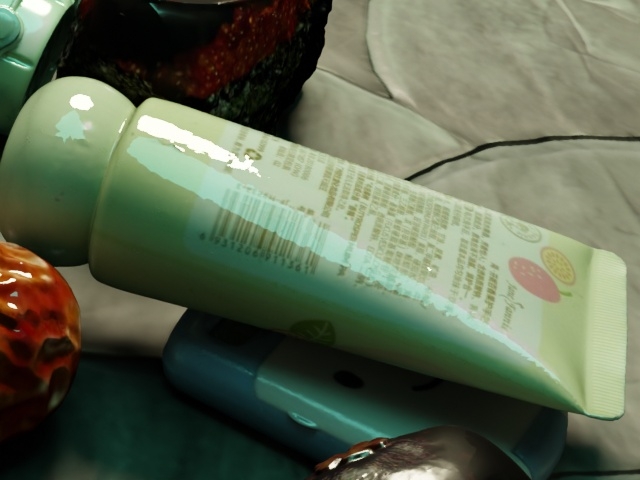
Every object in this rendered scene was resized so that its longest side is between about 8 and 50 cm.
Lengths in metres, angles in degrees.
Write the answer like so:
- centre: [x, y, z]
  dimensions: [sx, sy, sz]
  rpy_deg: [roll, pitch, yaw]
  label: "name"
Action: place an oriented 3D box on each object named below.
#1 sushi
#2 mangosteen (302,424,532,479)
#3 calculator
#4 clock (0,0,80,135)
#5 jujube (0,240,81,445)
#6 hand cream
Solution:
- centre: [-0.072, -0.116, 0.988]
  dimensions: [0.136, 0.126, 0.225]
  rpy_deg: [17, 30, 7]
  label: "sushi"
- centre: [0.041, 0.152, 0.673]
  dimensions: [0.137, 0.137, 0.151]
  rpy_deg: [-21, 82, -38]
  label: "mangosteen"
- centre: [0.020, 0.066, 0.838]
  dimensions: [0.210, 0.039, 0.121]
  rpy_deg: [26, 36, 17]
  label: "calculator"
- centre: [-0.173, -0.101, 0.950]
  dimensions: [0.041, 0.101, 0.135]
  rpy_deg: [24, 53, -3]
  label: "clock"
- centre: [-0.192, 0.049, 0.745]
  dimensions: [0.176, 0.109, 0.112]
  rpy_deg: [-4, 75, -34]
  label: "jujube"
- centre: [0.000, 0.000, 0.812]
  dimensions: [0.306, 0.093, 0.147]
  rpy_deg: [15, 31, 2]
  label: "hand cream"
